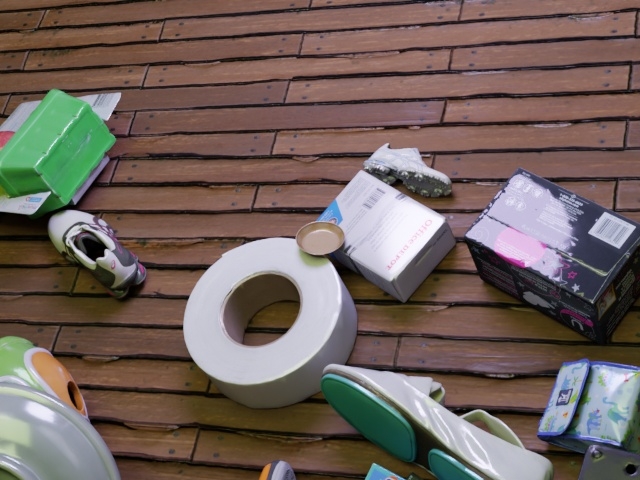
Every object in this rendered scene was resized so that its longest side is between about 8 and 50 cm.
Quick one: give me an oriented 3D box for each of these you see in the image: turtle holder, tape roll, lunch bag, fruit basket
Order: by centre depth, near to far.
[{"bbox_3d":[0.406,0.248,1.777,0.151,0.096,0.128,5,62,41],"label":"lunch bag"},{"bbox_3d":[-0.534,0.326,2.001,0.227,0.243,0.320,27,57,17],"label":"turtle holder"},{"bbox_3d":[-0.085,0.137,2.036,0.286,0.100,0.286,-11,55,15],"label":"tape roll"},{"bbox_3d":[-0.589,-0.167,2.428,0.353,0.165,0.327,-4,45,44],"label":"fruit basket"}]

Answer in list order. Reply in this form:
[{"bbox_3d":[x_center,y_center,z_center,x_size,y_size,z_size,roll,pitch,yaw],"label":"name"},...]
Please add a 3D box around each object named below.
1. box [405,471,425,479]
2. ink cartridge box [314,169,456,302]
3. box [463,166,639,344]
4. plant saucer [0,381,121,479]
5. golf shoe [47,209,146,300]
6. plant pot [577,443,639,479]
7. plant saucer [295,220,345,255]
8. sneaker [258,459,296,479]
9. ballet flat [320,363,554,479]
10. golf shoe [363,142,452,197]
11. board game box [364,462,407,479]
[{"bbox_3d":[0.140,0.403,1.819,0.067,0.018,0.083,32,74,34],"label":"box"},{"bbox_3d":[0.107,-0.008,2.065,0.203,0.086,0.148,33,75,34],"label":"ink cartridge box"},{"bbox_3d":[0.381,0.022,1.903,0.247,0.142,0.163,30,71,33],"label":"box"},{"bbox_3d":[-0.509,0.424,1.866,0.401,0.100,0.400,1,97,5],"label":"plant saucer"},{"bbox_3d":[-0.435,-0.001,2.257,0.273,0.120,0.105,33,76,36],"label":"golf shoe"},{"bbox_3d":[0.420,0.379,1.633,0.188,0.167,0.188,10,63,28],"label":"plant pot"},{"bbox_3d":[0.000,0.000,2.029,0.083,0.015,0.083,-2,42,2],"label":"plant saucer"},{"bbox_3d":[-0.149,0.478,1.818,0.180,0.124,0.321,4,60,23],"label":"sneaker"},{"bbox_3d":[0.181,0.289,1.828,0.400,0.139,0.139,31,73,30],"label":"ballet flat"},{"bbox_3d":[0.165,-0.134,2.143,0.176,0.069,0.086,18,60,29],"label":"golf shoe"},{"bbox_3d":[0.134,0.444,1.755,0.210,0.047,0.160,22,82,31],"label":"board game box"}]
